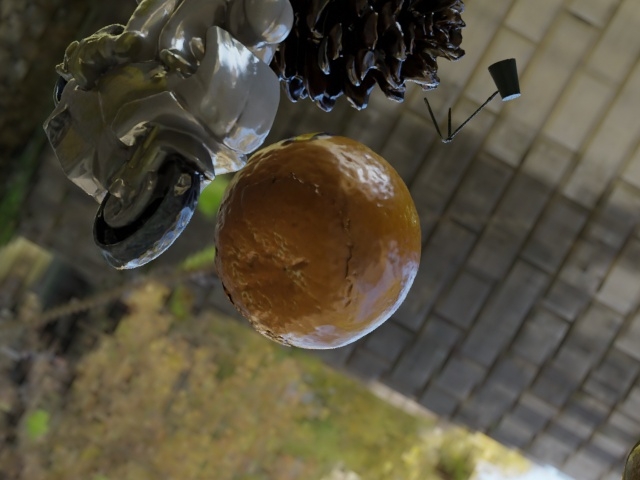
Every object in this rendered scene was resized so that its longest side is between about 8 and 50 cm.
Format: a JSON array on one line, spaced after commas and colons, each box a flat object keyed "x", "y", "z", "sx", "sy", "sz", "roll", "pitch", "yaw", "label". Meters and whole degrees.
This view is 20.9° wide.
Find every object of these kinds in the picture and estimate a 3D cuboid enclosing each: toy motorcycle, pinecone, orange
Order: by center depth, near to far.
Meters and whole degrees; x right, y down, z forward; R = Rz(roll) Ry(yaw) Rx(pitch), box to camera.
[{"x": -0.116, "y": -0.122, "z": 1.338, "sx": 0.223, "sy": 0.108, "sz": 0.341, "roll": -46, "pitch": -149, "yaw": 8, "label": "toy motorcycle"}, {"x": -0.003, "y": 0.000, "z": 1.751, "sx": 0.219, "sy": 0.219, "sz": 0.193, "roll": -61, "pitch": 155, "yaw": 13, "label": "orange"}, {"x": 0.035, "y": -0.250, "z": 1.973, "sx": 0.224, "sy": 0.272, "sz": 0.224, "roll": 17, "pitch": 90, "yaw": -70, "label": "pinecone"}]

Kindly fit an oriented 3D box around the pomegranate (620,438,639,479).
[{"x": 0.532, "y": 0.355, "z": 2.335, "sx": 0.281, "sy": 0.281, "sz": 0.281, "roll": -61, "pitch": -179, "yaw": 1, "label": "pomegranate"}]

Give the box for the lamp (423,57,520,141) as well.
[{"x": 0.176, "y": -0.155, "z": 1.931, "sx": 0.121, "sy": 0.054, "sz": 0.041, "roll": -25, "pitch": 167, "yaw": 41, "label": "lamp"}]
